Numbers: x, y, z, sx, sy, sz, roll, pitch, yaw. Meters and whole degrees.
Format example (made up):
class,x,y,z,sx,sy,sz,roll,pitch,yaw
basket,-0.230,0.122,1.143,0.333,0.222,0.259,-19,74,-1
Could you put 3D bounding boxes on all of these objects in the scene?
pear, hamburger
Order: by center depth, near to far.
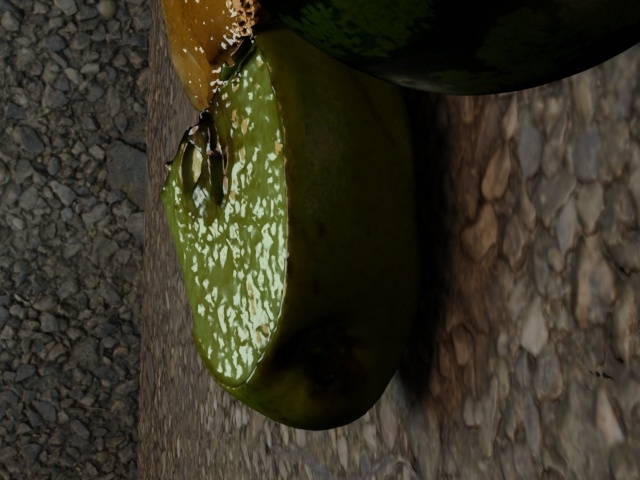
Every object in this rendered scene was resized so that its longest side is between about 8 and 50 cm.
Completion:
class,x,y,z,sx,sy,sz,roll,pitch,yaw
pear,0.000,0.000,0.794,0.238,0.164,0.255,-49,49,51
hamburger,-0.035,-0.222,0.885,0.244,0.163,0.244,174,90,-67

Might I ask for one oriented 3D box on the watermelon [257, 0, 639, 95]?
class,x,y,z,sx,sy,sz,roll,pitch,yaw
watermelon,0.056,-0.193,0.439,0.269,0.269,0.269,179,90,-73
